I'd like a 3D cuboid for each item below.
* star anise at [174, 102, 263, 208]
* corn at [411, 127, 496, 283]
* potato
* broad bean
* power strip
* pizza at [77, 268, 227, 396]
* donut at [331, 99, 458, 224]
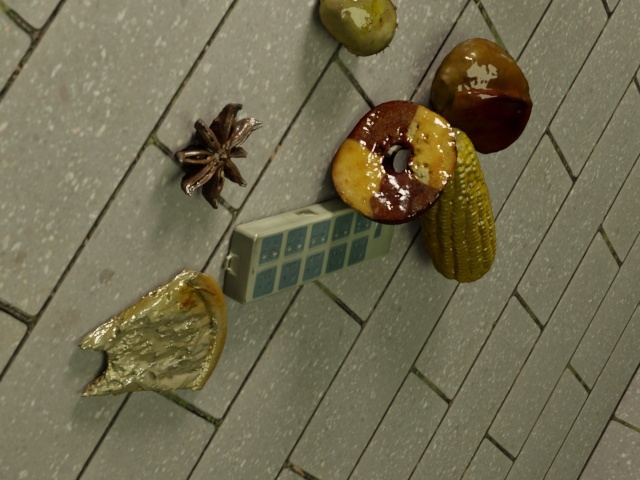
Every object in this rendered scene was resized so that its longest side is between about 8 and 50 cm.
[{"bbox_3d":[-0.130,-0.108,1.526,0.141,0.042,0.141,-37,141,-37],"label":"star anise"},{"bbox_3d":[0.208,-0.047,1.963,0.120,0.120,0.363,-53,149,-19],"label":"corn"},{"bbox_3d":[0.052,-0.291,1.638,0.138,0.070,0.092,30,85,-57],"label":"potato"},{"bbox_3d":[0.238,-0.219,1.909,0.156,0.122,0.228,-41,142,9],"label":"broad bean"},{"bbox_3d":[0.000,0.000,1.783,0.367,0.043,0.106,-18,126,-49],"label":"power strip"},{"bbox_3d":[-0.204,0.125,1.583,0.262,0.034,0.181,-9,118,-52],"label":"pizza"},{"bbox_3d":[0.107,-0.103,1.770,0.073,0.166,0.184,69,42,-70],"label":"donut"}]
